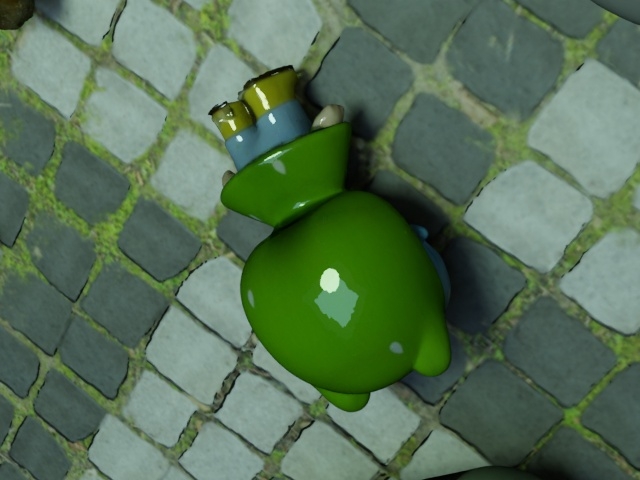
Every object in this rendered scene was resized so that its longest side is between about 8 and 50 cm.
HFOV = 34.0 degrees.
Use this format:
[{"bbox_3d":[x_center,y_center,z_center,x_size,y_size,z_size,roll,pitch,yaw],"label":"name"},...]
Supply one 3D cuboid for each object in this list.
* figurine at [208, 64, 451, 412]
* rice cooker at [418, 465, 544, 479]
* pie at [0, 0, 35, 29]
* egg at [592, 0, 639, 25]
[{"bbox_3d":[0.000,0.000,0.810,0.162,0.143,0.263,-29,86,28],"label":"figurine"},{"bbox_3d":[0.059,0.358,0.819,0.325,0.335,0.335,-19,102,30],"label":"rice cooker"},{"bbox_3d":[-0.304,-0.329,0.832,0.257,0.105,0.274,39,123,17],"label":"pie"},{"bbox_3d":[0.205,-0.198,0.605,0.199,0.146,0.146,32,124,-7],"label":"egg"}]
